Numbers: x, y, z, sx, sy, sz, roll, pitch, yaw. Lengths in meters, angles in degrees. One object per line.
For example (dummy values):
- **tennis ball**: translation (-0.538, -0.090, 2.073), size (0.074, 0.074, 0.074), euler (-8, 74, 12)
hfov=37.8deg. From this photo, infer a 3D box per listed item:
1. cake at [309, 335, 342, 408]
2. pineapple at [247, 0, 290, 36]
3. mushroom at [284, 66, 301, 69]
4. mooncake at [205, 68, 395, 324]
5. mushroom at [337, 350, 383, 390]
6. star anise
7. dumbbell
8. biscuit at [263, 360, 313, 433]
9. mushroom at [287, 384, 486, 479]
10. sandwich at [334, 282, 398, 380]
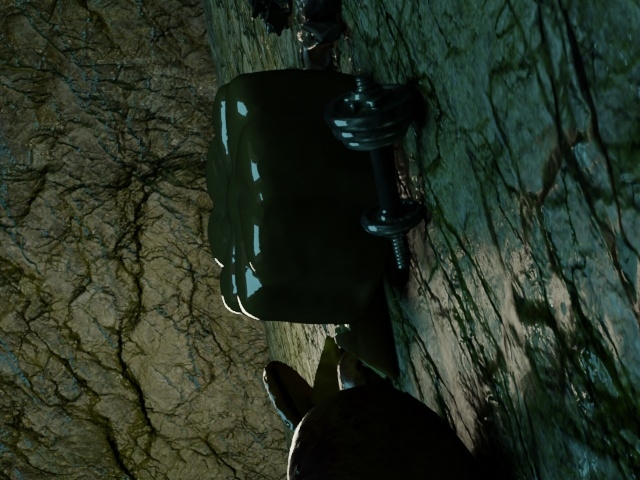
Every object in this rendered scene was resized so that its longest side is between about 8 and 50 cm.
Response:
- **cake**: translation (0.045, 0.272, 1.911), size (0.185, 0.116, 0.080), euler (-57, -29, -55)
- **pineapple**: translation (-0.123, -0.508, 1.819), size (0.125, 0.125, 0.251), euler (99, 148, -65)
- **mushroom**: translation (-0.053, -0.282, 1.742), size (0.083, 0.067, 0.084), euler (19, -90, -79)
- **mooncake**: translation (-0.048, -0.061, 1.326), size (0.378, 0.200, 0.379), euler (-179, 90, -72)
- **mushroom**: translation (0.078, 0.239, 1.577), size (0.127, 0.087, 0.127), euler (-20, -90, -77)
- **star anise**: translation (-0.005, -0.336, 1.415), size (0.208, 0.063, 0.172), euler (99, 162, -74)
- **dumbbell**: translation (0.075, -0.078, 1.118), size (0.110, 0.110, 0.255), euler (-119, 13, -62)
- **biscuit**: translation (-0.010, 0.376, 1.895), size (0.318, 0.040, 0.318), euler (51, -175, -7)
- **mushroom**: translation (0.049, 0.343, 1.115), size (0.334, 0.356, 0.331), euler (35, -126, -41)
- **sandwich**: translation (0.055, 0.112, 1.485), size (0.090, 0.088, 0.245), euler (-178, 77, -84)
